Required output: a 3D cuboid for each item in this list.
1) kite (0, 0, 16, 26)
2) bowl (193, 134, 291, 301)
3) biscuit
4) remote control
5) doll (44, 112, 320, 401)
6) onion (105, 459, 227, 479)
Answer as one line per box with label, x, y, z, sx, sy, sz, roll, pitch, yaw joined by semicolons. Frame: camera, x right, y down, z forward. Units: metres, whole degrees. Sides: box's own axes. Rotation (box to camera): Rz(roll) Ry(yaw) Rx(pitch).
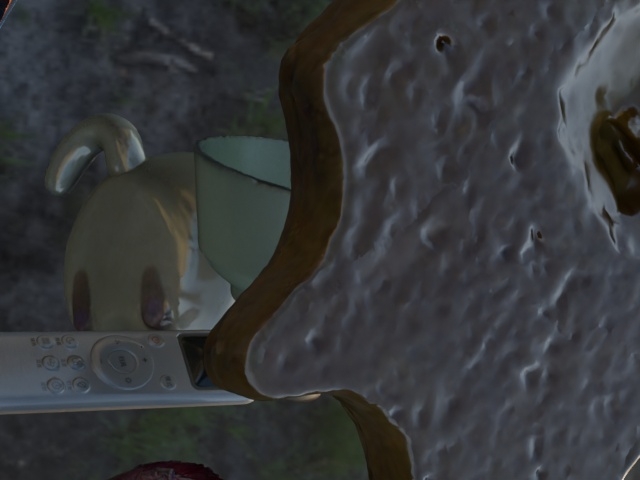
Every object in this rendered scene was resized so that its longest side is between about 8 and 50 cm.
kite;-0.152;-0.143;0.737;0.016;0.321;0.234;20;78;-24
bowl;0.000;0.000;1.116;0.211;0.211;0.112;-4;109;-53
biscuit;0.060;-0.013;0.389;0.215;0.034;0.182;-24;114;-28
remote control;-0.166;0.094;1.116;0.261;0.067;0.029;1;140;-29
doll;-0.082;0.039;1.448;0.370;0.215;0.226;27;54;-38
onion;-0.141;0.270;1.115;0.248;0.248;0.161;-59;144;-25
